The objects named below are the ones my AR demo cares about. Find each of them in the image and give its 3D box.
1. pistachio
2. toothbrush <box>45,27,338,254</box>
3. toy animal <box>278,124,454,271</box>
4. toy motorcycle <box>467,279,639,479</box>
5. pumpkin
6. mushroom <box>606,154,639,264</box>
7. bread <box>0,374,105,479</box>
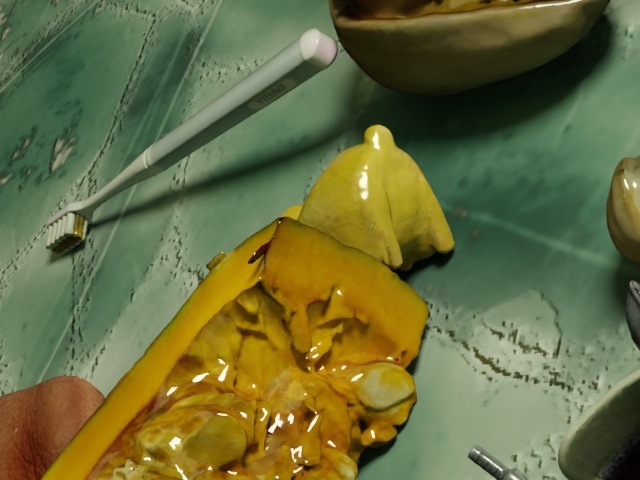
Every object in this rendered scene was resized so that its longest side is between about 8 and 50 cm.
[{"bbox_3d":[0.089,-0.156,0.849,0.131,0.129,0.206,-24,14,-41],"label":"pistachio"},{"bbox_3d":[-0.103,-0.064,1.001,0.342,0.025,0.030,-30,46,43],"label":"toothbrush"},{"bbox_3d":[0.000,-0.003,0.851,0.159,0.070,0.083,-28,81,49],"label":"toy animal"},{"bbox_3d":[0.165,0.112,0.552,0.157,0.091,0.263,-45,35,15],"label":"toy motorcycle"},{"bbox_3d":[-0.038,0.144,0.702,0.280,0.139,0.190,-51,32,6],"label":"pumpkin"},{"bbox_3d":[0.238,-0.043,0.608,0.270,0.103,0.118,-8,45,57],"label":"mushroom"},{"bbox_3d":[-0.162,0.150,0.893,0.119,0.067,0.192,-46,34,21],"label":"bread"}]
